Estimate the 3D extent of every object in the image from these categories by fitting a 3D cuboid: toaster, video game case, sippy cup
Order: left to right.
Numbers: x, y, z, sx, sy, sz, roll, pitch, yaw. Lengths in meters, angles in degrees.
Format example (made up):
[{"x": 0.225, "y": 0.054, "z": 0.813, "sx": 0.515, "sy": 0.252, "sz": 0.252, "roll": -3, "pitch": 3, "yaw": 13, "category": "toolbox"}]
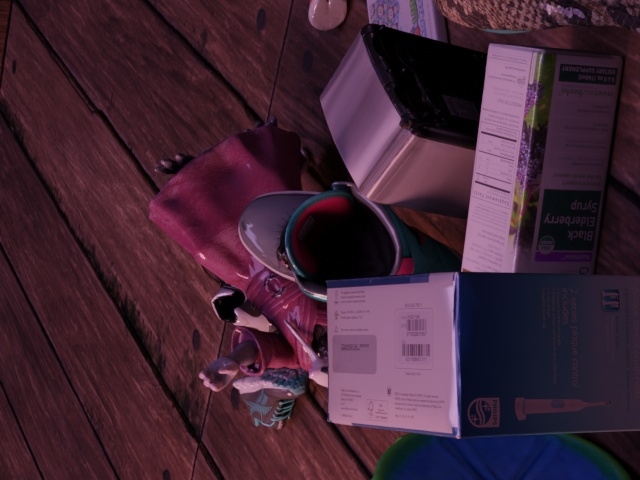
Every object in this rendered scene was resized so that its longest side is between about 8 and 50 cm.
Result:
[{"x": 0.097, "y": -0.236, "z": 1.764, "sx": 0.143, "sy": 0.019, "sz": 0.157, "roll": -32, "pitch": 61, "yaw": 60, "category": "video game case"}, {"x": 0.101, "y": -0.121, "z": 1.565, "sx": 0.110, "sy": 0.186, "sz": 0.168, "roll": -54, "pitch": 42, "yaw": 33, "category": "toaster"}, {"x": 0.158, "y": 0.312, "z": 1.414, "sx": 0.305, "sy": 0.240, "sz": 0.224, "roll": -72, "pitch": -15, "yaw": -65, "category": "sippy cup"}]

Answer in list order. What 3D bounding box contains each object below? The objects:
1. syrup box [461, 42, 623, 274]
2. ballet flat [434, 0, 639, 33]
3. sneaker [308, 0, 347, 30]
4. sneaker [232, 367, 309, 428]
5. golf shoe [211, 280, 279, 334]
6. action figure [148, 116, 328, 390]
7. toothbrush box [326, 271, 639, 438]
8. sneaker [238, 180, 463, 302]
[{"x": 0.204, "y": -0.061, "z": 1.458, "sx": 0.096, "sy": 0.093, "sz": 0.237, "roll": 23, "pitch": 109, "yaw": 62, "category": "syrup box"}, {"x": 0.222, "y": -0.250, "z": 1.260, "sx": 0.483, "sy": 0.182, "sz": 0.164, "roll": 22, "pitch": 77, "yaw": 53, "category": "ballet flat"}, {"x": 0.014, "y": -0.333, "z": 1.895, "sx": 0.065, "sy": 0.061, "sz": 0.158, "roll": -108, "pitch": 32, "yaw": -45, "category": "sneaker"}, {"x": -0.054, "y": 0.206, "z": 2.021, "sx": 0.166, "sy": 0.065, "sz": 0.076, "roll": -15, "pitch": 92, "yaw": 66, "category": "sneaker"}, {"x": -0.107, "y": 0.064, "z": 2.082, "sx": 0.198, "sy": 0.094, "sz": 0.077, "roll": -141, "pitch": 55, "yaw": -60, "category": "golf shoe"}, {"x": -0.050, "y": 0.052, "z": 1.859, "sx": 0.370, "sy": 0.248, "sz": 0.276, "roll": 58, "pitch": 180, "yaw": 10, "category": "action figure"}, {"x": 0.181, "y": 0.090, "z": 1.272, "sx": 0.216, "sy": 0.295, "sz": 0.126, "roll": 173, "pitch": 98, "yaw": -64, "category": "toothbrush box"}, {"x": 0.000, "y": 0.000, "z": 1.610, "sx": 0.295, "sy": 0.178, "sz": 0.124, "roll": 18, "pitch": 84, "yaw": 34, "category": "sneaker"}]
